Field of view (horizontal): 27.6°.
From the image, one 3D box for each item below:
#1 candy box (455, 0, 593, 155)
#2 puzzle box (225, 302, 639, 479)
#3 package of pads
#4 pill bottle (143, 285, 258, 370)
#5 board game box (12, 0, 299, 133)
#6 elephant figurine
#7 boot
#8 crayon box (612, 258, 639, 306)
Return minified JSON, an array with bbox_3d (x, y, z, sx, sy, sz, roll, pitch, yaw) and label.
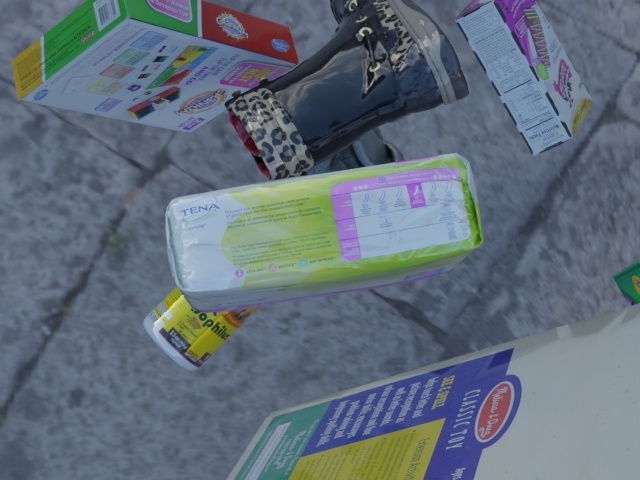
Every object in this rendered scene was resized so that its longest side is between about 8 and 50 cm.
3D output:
[{"bbox_3d":[0.301,-0.260,1.900,0.071,0.159,0.233,-24,105,32],"label":"candy box"},{"bbox_3d":[0.044,0.157,0.580,0.272,0.409,0.052,-19,104,22],"label":"puzzle box"},{"bbox_3d":[0.000,0.000,1.284,0.297,0.229,0.101,-9,82,-4],"label":"package of pads"},{"bbox_3d":[-0.166,0.094,2.045,0.215,0.117,0.117,-46,71,-1],"label":"pill bottle"},{"bbox_3d":[-0.225,-0.246,1.802,0.242,0.317,0.064,-27,68,36],"label":"board game box"},{"bbox_3d":[0.045,-0.131,2.017,0.169,0.239,0.186,22,125,39],"label":"elephant figurine"},{"bbox_3d":[0.007,-0.221,1.746,0.284,0.138,0.377,-30,35,-3],"label":"boot"},{"bbox_3d":[0.535,0.049,1.663,0.278,0.081,0.165,-25,82,-20],"label":"crayon box"}]
